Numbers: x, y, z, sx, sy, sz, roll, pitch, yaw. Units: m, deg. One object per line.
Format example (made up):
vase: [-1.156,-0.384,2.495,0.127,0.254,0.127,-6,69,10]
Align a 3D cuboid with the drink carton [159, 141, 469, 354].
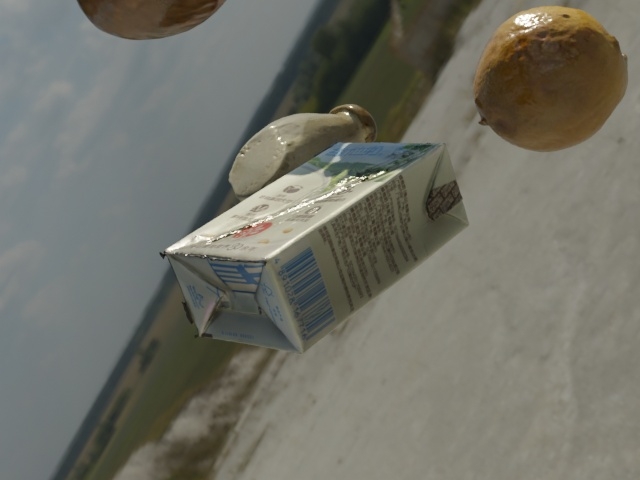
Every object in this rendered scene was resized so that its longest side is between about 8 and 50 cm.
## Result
drink carton: [-0.001,0.000,1.409,0.194,0.132,0.325,6,32,46]

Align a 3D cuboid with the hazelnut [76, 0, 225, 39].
hazelnut: [-0.167,-0.316,1.243,0.214,0.176,0.214,-39,17,14]

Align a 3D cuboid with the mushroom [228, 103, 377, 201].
mushroom: [-0.034,-0.158,2.057,0.350,0.128,0.128,-29,-18,-43]

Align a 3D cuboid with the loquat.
loquat: [0.350,-0.249,1.794,0.238,0.238,0.193,-58,-8,23]
